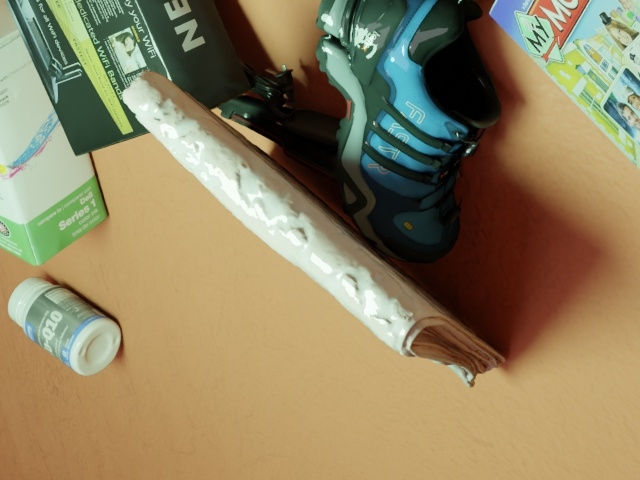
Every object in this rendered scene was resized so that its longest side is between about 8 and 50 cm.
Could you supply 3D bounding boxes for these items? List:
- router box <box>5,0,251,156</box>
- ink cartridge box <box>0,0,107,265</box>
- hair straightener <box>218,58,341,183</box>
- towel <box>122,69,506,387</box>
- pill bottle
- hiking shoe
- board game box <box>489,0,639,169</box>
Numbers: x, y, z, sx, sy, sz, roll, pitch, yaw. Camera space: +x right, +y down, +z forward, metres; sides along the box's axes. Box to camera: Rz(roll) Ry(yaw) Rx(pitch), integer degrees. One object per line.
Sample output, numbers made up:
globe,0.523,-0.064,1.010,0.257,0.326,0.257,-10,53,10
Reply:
router box,-0.214,-0.248,1.818,0.243,0.081,0.309,-10,106,57
ink cartridge box,-0.371,-0.138,2.144,0.201,0.117,0.278,25,140,39
hair straightener,-0.031,-0.128,1.771,0.230,0.047,0.089,33,134,40
towel,0.000,0.000,1.675,0.332,0.053,0.317,40,-178,20
pill bottle,-0.317,0.103,2.356,0.137,0.078,0.078,31,143,33
hiking shoe,0.084,-0.087,1.576,0.132,0.113,0.304,16,142,31
board game box,0.238,-0.166,1.298,0.213,0.046,0.317,47,159,10
